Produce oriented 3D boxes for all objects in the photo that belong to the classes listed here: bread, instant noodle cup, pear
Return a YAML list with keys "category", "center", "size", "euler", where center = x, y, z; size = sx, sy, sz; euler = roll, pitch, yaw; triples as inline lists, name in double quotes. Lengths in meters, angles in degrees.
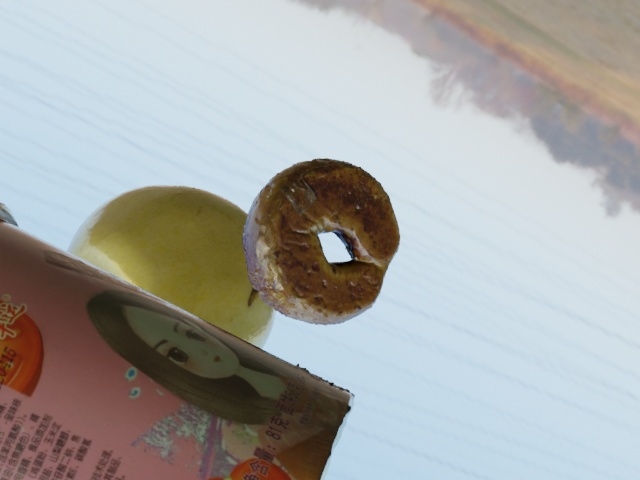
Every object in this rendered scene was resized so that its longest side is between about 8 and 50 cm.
- category: "bread"
  center: [0.000, 0.000, 1.254]
  size: [0.193, 0.193, 0.064]
  euler: [25, 165, -25]
- category: "instant noodle cup"
  center: [-0.120, 0.127, 0.615]
  size: [0.231, 0.242, 0.243]
  euler: [21, -165, 4]
- category: "pear"
  center: [-0.213, 0.072, 1.561]
  size: [0.309, 0.309, 0.309]
  euler: [30, -165, -9]
